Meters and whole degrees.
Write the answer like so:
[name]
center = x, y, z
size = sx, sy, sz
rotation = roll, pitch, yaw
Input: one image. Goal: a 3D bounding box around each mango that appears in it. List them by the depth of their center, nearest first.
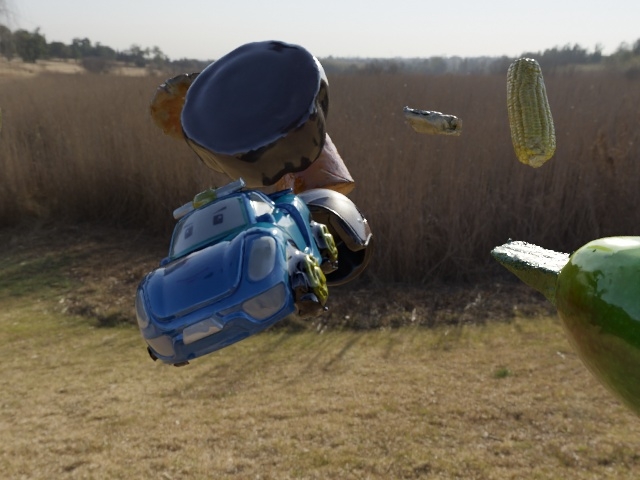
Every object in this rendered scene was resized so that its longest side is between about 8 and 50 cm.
[mango]
center = 0.425, 0.132, 0.505
size = 0.201, 0.225, 0.382
rotation = -36, 37, -6

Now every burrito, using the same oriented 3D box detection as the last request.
[burrito]
center = 0.256, -0.271, 1.103
size = 0.149, 0.055, 0.041
rotation = 20, 16, 31

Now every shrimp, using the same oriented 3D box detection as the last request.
[shrimp]
center = -0.200, -0.278, 0.997
size = 0.295, 0.154, 0.062
rotation = -9, 48, -24

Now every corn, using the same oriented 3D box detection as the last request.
[corn]
center = 0.348, -0.214, 0.796
size = 0.068, 0.206, 0.067
rotation = 2, -21, 1

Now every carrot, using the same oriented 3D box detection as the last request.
[carrot]
center = -0.046, -0.202, 1.154
size = 0.196, 0.254, 0.196
rotation = -20, -13, -5

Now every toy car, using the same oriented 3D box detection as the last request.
[toy car]
center = -0.098, 0.018, 0.559
size = 0.198, 0.165, 0.314
rotation = -24, 10, 12

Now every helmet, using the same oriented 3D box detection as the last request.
[helmet]
center = 0.000, 0.000, 0.920
size = 0.216, 0.189, 0.193
rotation = 38, 22, -35

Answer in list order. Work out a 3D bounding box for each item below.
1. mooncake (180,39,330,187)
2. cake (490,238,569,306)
[mooncake]
center = -0.098, -0.201, 0.764
size = 0.245, 0.244, 0.133
rotation = 7, -21, 17
[cake]
center = 0.538, 0.076, 1.200
size = 0.100, 0.099, 0.235
rotation = -19, 20, -18
